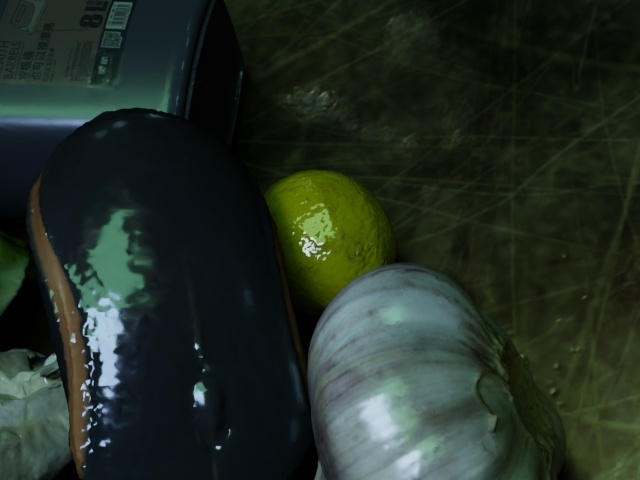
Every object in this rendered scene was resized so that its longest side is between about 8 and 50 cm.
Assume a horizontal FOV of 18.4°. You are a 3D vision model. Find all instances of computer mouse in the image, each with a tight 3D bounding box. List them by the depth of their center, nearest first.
[{"bbox_3d":[-0.108,0.050,1.418,0.183,0.116,0.323,-9,73,-19],"label":"computer mouse"}]

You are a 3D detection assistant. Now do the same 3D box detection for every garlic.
[{"bbox_3d":[0.038,0.160,1.337,0.253,0.245,0.245,-31,54,17],"label":"garlic"}]

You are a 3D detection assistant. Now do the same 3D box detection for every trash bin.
[{"bbox_3d":[-0.222,-0.122,1.623,0.290,0.182,0.209,2,57,14],"label":"trash bin"}]

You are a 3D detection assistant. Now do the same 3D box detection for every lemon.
[{"bbox_3d":[0.000,0.000,1.511,0.109,0.109,0.133,-30,60,0],"label":"lemon"}]

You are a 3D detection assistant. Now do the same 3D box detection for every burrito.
[{"bbox_3d":[-0.288,0.170,1.427,0.175,0.107,0.348,-23,9,42],"label":"burrito"}]

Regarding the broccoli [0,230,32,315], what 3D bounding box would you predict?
[{"bbox_3d":[-0.352,0.035,1.538,0.248,0.246,0.288,-60,31,18],"label":"broccoli"}]
